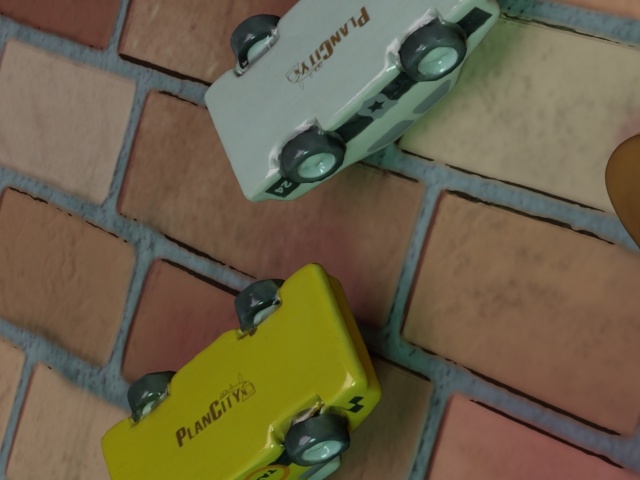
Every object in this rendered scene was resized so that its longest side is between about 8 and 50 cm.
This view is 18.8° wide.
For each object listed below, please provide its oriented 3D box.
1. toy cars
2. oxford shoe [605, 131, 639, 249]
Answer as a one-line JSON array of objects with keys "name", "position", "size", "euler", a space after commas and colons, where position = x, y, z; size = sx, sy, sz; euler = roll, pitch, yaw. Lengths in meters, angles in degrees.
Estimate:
[{"name": "toy cars", "position": [0.000, 0.000, 1.069], "size": [0.176, 0.087, 0.394], "euler": [19, 92, 43]}, {"name": "oxford shoe", "position": [0.186, 0.013, 0.864], "size": [0.076, 0.076, 0.212], "euler": [-60, 43, 22]}]
